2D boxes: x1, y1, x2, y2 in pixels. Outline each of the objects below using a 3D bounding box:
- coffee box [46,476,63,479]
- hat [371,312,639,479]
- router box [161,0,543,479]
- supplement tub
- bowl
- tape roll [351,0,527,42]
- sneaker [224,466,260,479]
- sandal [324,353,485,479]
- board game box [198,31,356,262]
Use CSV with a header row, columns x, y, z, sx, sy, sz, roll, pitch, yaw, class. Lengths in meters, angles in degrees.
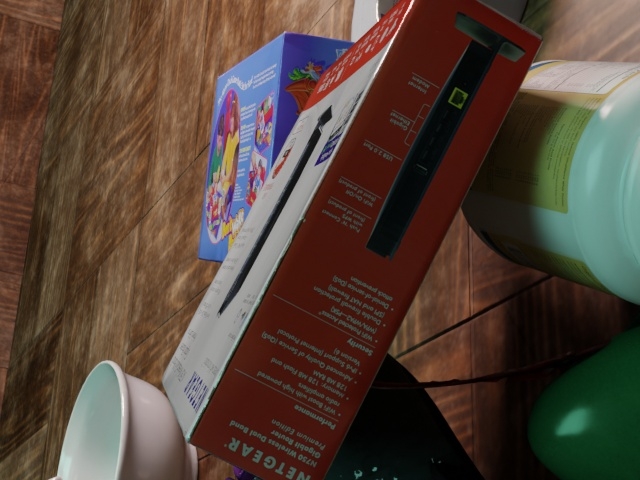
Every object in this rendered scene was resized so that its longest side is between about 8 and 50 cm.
x,y,z,sx,sy,sz,roll,pitch,yaw,class
-0.334,0.499,1.176,0.337,0.338,0.334,-42,6,-32,coffee box
0.144,0.099,0.679,0.208,0.183,0.173,-56,29,38,hat
0.000,0.000,0.792,0.301,0.082,0.335,-63,9,-7,router box
0.189,-0.038,0.703,0.199,0.144,0.144,23,99,65,supplement tub
-0.248,0.314,1.488,0.298,0.134,0.298,-41,43,53,bowl
0.111,-0.239,1.073,0.219,0.072,0.219,-42,42,53,tape roll
-0.034,0.148,1.150,0.083,0.098,0.224,-14,65,63,sneaker
0.075,0.218,0.728,0.167,0.107,0.446,-50,44,3,sandal
-0.058,-0.085,1.263,0.347,0.078,0.233,-176,92,-74,board game box
